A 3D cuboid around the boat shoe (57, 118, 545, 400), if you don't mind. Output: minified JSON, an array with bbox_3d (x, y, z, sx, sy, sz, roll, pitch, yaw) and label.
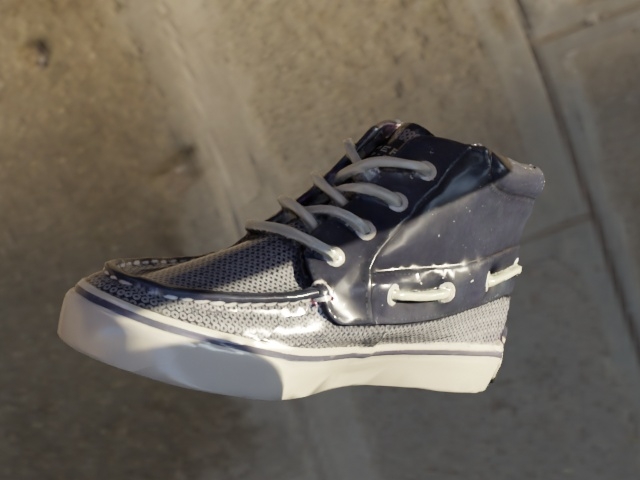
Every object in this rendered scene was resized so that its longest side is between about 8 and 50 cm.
[{"bbox_3d":[0.000,0.000,0.981,0.340,0.127,0.158,4,104,-51],"label":"boat shoe"}]
